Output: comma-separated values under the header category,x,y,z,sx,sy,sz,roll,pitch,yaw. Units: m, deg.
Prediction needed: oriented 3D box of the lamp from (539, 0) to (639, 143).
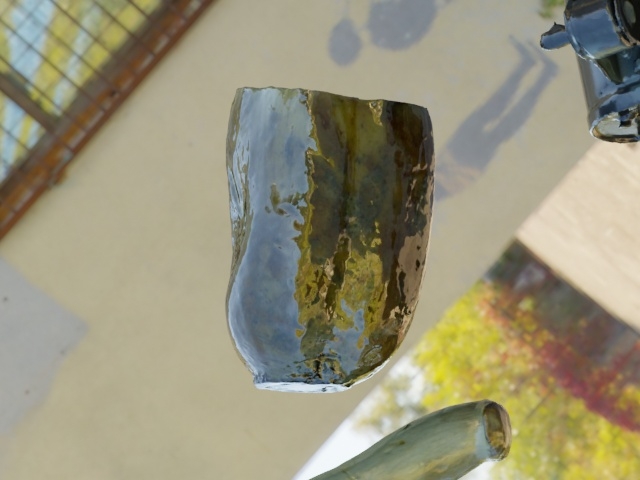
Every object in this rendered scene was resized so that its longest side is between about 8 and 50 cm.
category,x,y,z,sx,sy,sz,roll,pitch,yaw
lamp,0.377,-0.238,1.358,0.205,0.272,0.374,-16,148,36

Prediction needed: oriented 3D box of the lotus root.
category,x,y,z,sx,sy,sz,roll,pitch,yaw
lotus root,0.000,0.000,1.419,0.250,0.346,0.250,6,174,1

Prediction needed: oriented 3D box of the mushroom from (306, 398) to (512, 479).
category,x,y,z,sx,sy,sz,roll,pitch,yaw
mushroom,0.073,0.275,1.455,0.087,0.333,0.107,61,174,28
